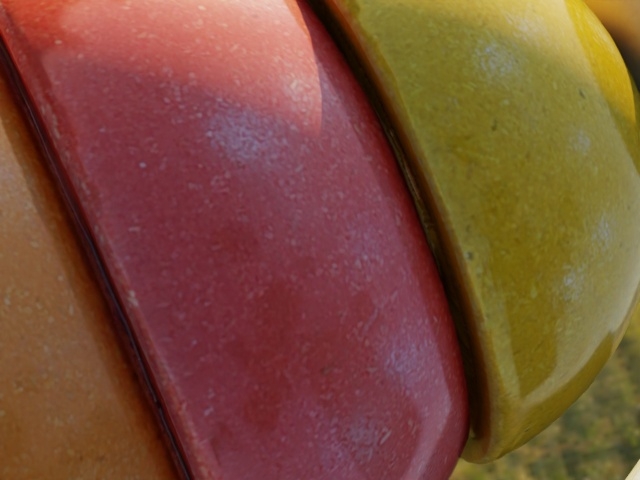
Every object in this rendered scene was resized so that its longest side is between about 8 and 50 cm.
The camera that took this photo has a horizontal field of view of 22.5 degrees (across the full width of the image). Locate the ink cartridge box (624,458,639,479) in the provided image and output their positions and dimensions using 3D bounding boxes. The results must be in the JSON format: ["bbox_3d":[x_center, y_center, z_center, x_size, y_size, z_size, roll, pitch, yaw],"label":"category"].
[{"bbox_3d":[0.268,0.239,0.908,0.239,0.275,0.060,-45,140,-33],"label":"ink cartridge box"}]

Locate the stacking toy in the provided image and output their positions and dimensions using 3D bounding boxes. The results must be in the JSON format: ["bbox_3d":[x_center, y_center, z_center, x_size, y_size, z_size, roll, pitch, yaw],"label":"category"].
[{"bbox_3d":[0.000,0.000,0.577,0.350,0.480,0.351,160,-90,-80],"label":"stacking toy"}]
